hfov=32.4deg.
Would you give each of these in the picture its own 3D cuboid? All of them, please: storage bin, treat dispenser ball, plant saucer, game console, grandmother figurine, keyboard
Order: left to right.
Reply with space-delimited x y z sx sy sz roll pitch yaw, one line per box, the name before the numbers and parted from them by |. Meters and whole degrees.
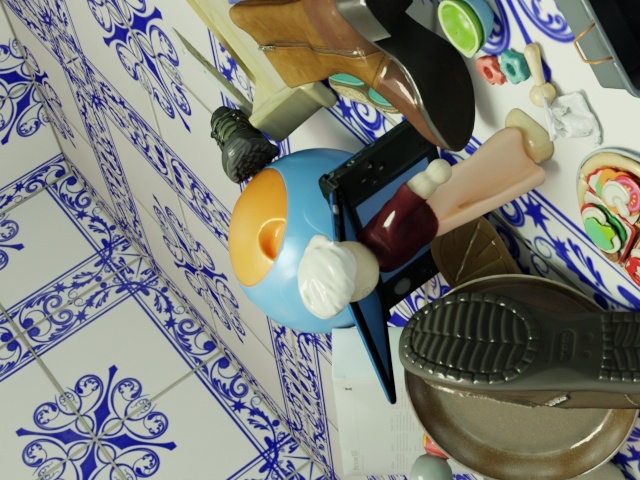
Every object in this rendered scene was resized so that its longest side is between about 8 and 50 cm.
keyboard | -0.146 -0.243 1.735 0.256 0.014 0.072 42 -164 -46
treat dispenser ball | 0.000 0.000 1.712 0.288 0.288 0.288 48 161 23
game console | 0.115 0.028 1.481 0.173 0.250 0.293 44 164 41
grandmother figurine | 0.116 -0.026 1.274 0.104 0.342 0.208 47 161 26
plant saucer | 0.267 0.182 1.467 0.311 0.310 0.050 58 -156 -8
storage bin | 0.269 -0.195 1.007 0.135 0.098 0.091 59 172 -9

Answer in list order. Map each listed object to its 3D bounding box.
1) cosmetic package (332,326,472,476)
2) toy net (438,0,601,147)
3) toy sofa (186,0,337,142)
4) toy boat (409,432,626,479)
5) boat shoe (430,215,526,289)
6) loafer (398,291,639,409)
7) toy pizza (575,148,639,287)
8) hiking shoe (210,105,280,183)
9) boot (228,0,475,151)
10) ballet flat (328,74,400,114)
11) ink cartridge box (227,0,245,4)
cosmetic package | 0.168 0.266 1.772 0.377 0.284 0.098 84 -177 -56
toy net | 0.217 -0.176 1.238 0.232 0.045 0.122 51 161 15
toy sofa | -0.116 -0.343 1.694 0.363 0.177 0.150 52 -174 12
toy boat | 0.284 0.358 1.659 0.318 0.148 0.267 24 166 -16
boat shoe | 0.258 0.100 1.543 0.342 0.123 0.123 59 -165 -11
loafer | 0.270 0.160 1.354 0.365 0.134 0.130 6 146 28
toy pizza | 0.349 -0.010 1.210 0.201 0.032 0.201 48 161 23
hiking shoe | -0.134 -0.152 1.694 0.114 0.086 0.227 44 -176 2
boot | 0.035 -0.208 1.388 0.264 0.096 0.280 44 154 -29
ballet flat | 0.088 -0.209 1.510 0.067 0.073 0.206 35 -179 -37
ink cartridge box | -0.064 -0.419 1.276 0.324 0.071 0.330 1 129 36
